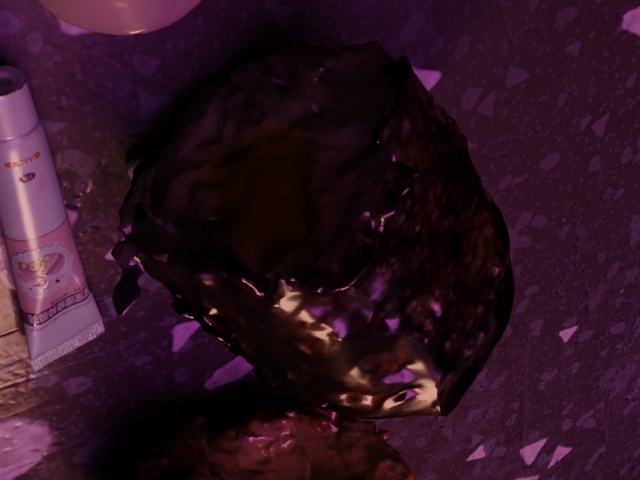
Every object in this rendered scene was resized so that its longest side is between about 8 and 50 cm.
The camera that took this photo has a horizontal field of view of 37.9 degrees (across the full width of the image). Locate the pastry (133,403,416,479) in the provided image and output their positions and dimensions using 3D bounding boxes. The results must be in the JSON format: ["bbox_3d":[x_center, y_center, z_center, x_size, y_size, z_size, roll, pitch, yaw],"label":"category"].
[{"bbox_3d":[-0.082,0.366,1.125,0.405,0.292,0.337,-8,138,-45],"label":"pastry"}]

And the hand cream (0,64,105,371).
[{"bbox_3d":[-0.262,-0.009,0.856,0.085,0.058,0.331,-34,145,-31],"label":"hand cream"}]

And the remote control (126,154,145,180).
[{"bbox_3d":[-0.143,-0.020,0.948,0.050,0.027,0.184,-33,132,-14],"label":"remote control"}]

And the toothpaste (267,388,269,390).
[{"bbox_3d":[-0.019,0.106,1.128,0.064,0.041,0.218,-3,129,-20],"label":"toothpaste"}]

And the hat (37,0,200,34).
[{"bbox_3d":[-0.151,-0.254,0.669,0.220,0.164,0.226,-26,114,-13],"label":"hat"}]

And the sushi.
[{"bbox_3d":[-0.001,-0.002,0.870,0.294,0.300,0.281,47,53,-48],"label":"sushi"}]
